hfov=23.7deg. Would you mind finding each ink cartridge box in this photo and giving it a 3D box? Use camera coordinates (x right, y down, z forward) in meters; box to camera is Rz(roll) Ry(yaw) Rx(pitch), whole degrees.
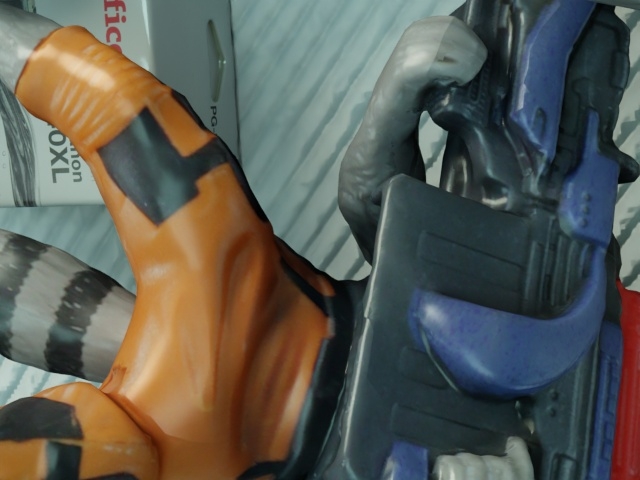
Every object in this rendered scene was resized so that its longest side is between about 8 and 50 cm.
[{"bbox_3d":[-0.116,-0.069,0.619,0.150,0.063,0.109,-1,97,24],"label":"ink cartridge box"}]

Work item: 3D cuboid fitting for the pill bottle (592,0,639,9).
[{"bbox_3d":[0.138,-0.202,0.399,0.160,0.160,0.283,11,95,22],"label":"pill bottle"}]

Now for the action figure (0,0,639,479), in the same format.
[{"bbox_3d":[0.000,0.000,0.520,0.330,0.178,0.341,21,67,-5],"label":"action figure"}]
